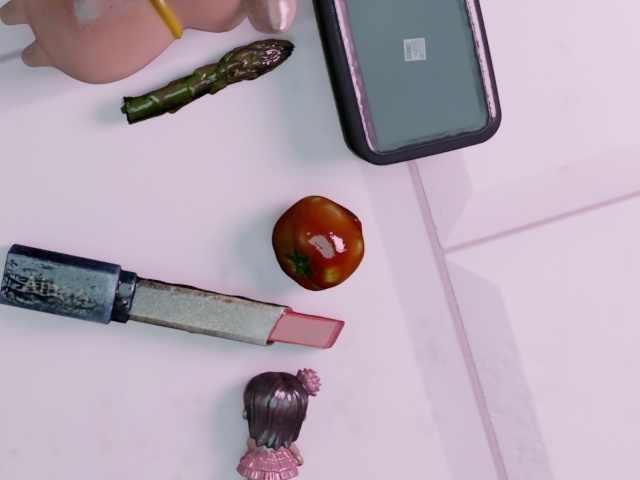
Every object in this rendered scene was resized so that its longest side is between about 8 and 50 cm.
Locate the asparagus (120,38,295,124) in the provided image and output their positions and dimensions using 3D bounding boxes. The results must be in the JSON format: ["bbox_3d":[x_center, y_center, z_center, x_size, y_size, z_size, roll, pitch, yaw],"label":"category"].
[{"bbox_3d":[-0.100,-0.144,1.571,0.165,0.030,0.036,-23,138,2],"label":"asparagus"}]

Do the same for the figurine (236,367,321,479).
[{"bbox_3d":[-0.039,0.180,1.621,0.072,0.054,0.129,4,102,-7],"label":"figurine"}]

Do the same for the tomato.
[{"bbox_3d":[0.000,0.000,1.580,0.087,0.087,0.075,51,59,-9],"label":"tomato"}]

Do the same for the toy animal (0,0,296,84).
[{"bbox_3d":[-0.155,-0.225,1.506,0.248,0.149,0.165,-24,115,13],"label":"toy animal"}]

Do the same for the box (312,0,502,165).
[{"bbox_3d":[0.075,-0.170,1.547,0.145,0.090,0.201,-12,101,0],"label":"box"}]

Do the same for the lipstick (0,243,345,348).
[{"bbox_3d":[-0.131,0.061,1.597,0.312,0.051,0.051,12,98,-5],"label":"lipstick"}]
